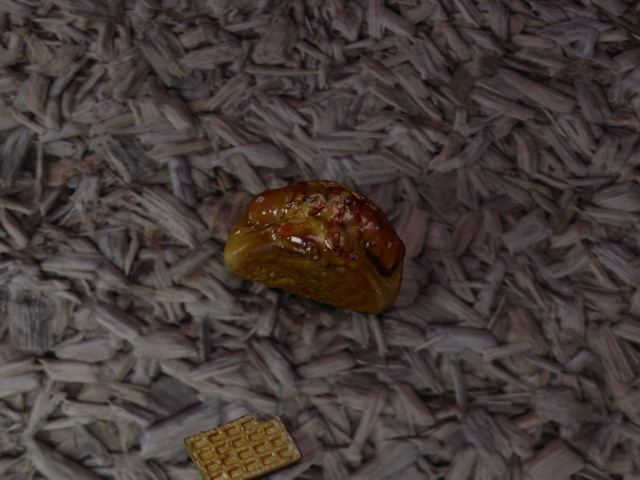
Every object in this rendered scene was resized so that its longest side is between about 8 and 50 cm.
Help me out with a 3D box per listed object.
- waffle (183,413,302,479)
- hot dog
[{"bbox_3d":[-0.100,0.271,1.827,0.135,0.021,0.092,-19,58,-26],"label":"waffle"},{"bbox_3d":[0.000,0.000,1.987,0.256,0.153,0.150,16,49,1],"label":"hot dog"}]
